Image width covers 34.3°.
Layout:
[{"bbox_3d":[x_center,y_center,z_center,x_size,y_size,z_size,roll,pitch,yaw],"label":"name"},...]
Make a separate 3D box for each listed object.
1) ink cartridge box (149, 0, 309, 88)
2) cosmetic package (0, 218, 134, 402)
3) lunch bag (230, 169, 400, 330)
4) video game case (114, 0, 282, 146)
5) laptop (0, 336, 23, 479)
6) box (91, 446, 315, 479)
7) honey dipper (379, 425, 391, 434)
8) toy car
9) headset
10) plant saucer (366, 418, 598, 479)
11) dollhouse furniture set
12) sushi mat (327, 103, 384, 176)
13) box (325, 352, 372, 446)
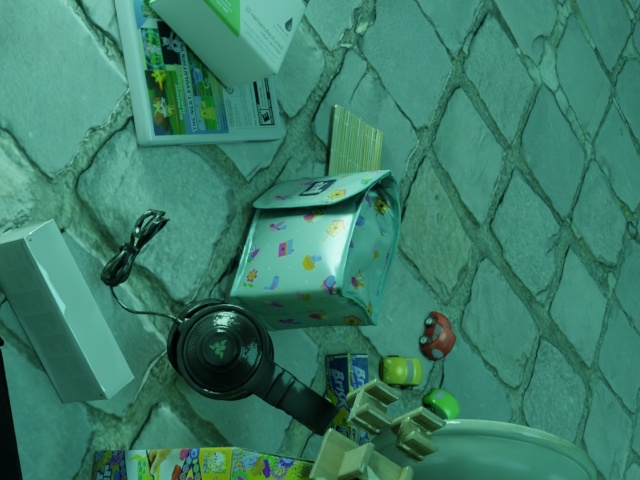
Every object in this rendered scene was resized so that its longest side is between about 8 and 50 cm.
[{"bbox_3d":[-0.122,-0.412,1.639,0.198,0.114,0.273,44,52,-35],"label":"ink cartridge box"},{"bbox_3d":[-0.340,0.095,1.353,0.060,0.098,0.239,-40,113,-45],"label":"cosmetic package"},{"bbox_3d":[0.000,0.000,1.670,0.160,0.223,0.262,43,52,-45],"label":"lunch bag"},{"bbox_3d":[-0.195,-0.317,1.655,0.300,0.036,0.329,-9,90,-50],"label":"video game case"},{"bbox_3d":[-0.540,0.203,1.065,0.408,0.236,0.382,40,34,24],"label":"laptop"},{"bbox_3d":[-0.120,0.387,1.410,0.290,0.279,0.177,22,66,-44],"label":"box"},{"bbox_3d":[0.146,0.413,1.908,0.030,0.030,0.161,-40,117,-46],"label":"honey dipper"},{"bbox_3d":[0.223,0.278,2.002,0.239,0.053,0.225,-35,109,-47],"label":"toy car"},{"bbox_3d":[-0.131,0.130,1.483,0.394,0.243,0.185,34,82,-12],"label":"headset"},{"bbox_3d":[0.261,0.427,1.743,0.400,0.400,0.101,39,46,-38],"label":"plant saucer"},{"bbox_3d":[0.086,0.345,1.373,0.242,0.161,0.212,34,55,-14],"label":"dollhouse furniture set"},{"bbox_3d":[0.061,-0.083,1.916,0.151,0.019,0.317,23,66,-44],"label":"sushi mat"},{"bbox_3d":[0.050,0.281,1.801,0.059,0.054,0.169,8,76,-48],"label":"box"}]
